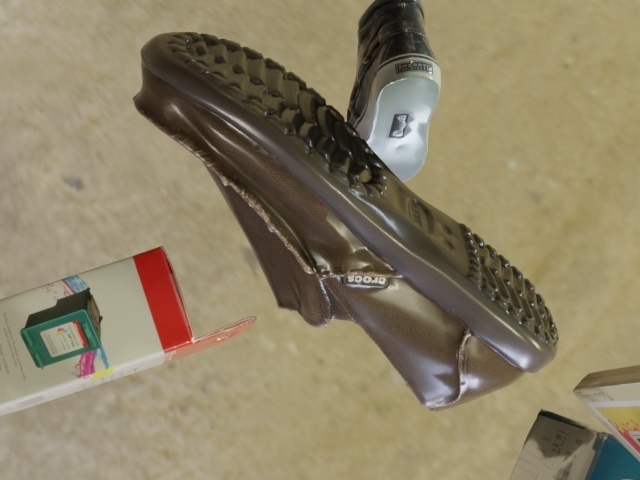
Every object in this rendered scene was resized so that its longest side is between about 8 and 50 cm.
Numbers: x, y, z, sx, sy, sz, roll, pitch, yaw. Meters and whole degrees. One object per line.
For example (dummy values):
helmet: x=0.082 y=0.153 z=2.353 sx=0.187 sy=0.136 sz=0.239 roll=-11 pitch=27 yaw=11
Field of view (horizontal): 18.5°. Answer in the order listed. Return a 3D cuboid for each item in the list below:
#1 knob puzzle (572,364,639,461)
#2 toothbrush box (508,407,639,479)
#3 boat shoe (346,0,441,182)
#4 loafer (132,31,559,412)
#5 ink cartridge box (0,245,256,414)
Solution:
knob puzzle: x=0.163 y=0.114 z=0.600 sx=0.030 sy=0.213 sz=0.213 roll=-46 pitch=113 yaw=-11
toothbrush box: x=0.213 y=0.186 z=0.822 sx=0.295 sy=0.216 sz=0.126 roll=23 pitch=87 yaw=0
boat shoe: x=0.052 y=-0.111 z=1.497 sx=0.065 sy=0.183 sz=0.083 roll=1 pitch=61 yaw=-12
loafer: x=0.000 y=0.000 z=1.390 sx=0.366 sy=0.134 sz=0.130 roll=41 pitch=108 yaw=-8
ink cartridge box: x=-0.170 y=0.067 z=1.464 sx=0.231 sy=0.134 sz=0.078 roll=-18 pitch=85 yaw=-8
